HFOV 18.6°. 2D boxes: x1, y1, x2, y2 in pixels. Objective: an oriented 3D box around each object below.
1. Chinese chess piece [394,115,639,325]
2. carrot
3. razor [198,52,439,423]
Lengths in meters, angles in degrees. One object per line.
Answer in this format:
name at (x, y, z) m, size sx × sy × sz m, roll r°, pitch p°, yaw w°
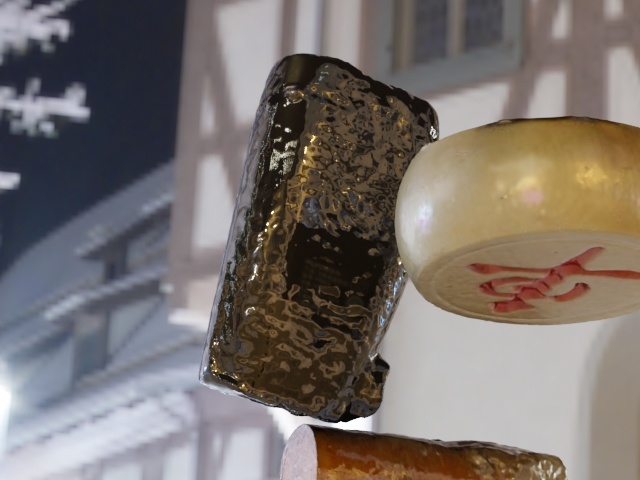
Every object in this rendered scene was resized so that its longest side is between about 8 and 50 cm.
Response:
Chinese chess piece at (0.184, -0.011, 1.563) m, size 0.251 × 0.097 × 0.251 m, roll 0°, pitch -21°, yaw 0°
carrot at (0.107, 0.252, 1.882) m, size 0.302 × 0.138 × 0.139 m, roll 8°, pitch -17°, yaw -26°
razor at (0.002, 0.001, 1.790) m, size 0.189 × 0.326 × 0.107 m, roll 20°, pitch -14°, yaw -25°
